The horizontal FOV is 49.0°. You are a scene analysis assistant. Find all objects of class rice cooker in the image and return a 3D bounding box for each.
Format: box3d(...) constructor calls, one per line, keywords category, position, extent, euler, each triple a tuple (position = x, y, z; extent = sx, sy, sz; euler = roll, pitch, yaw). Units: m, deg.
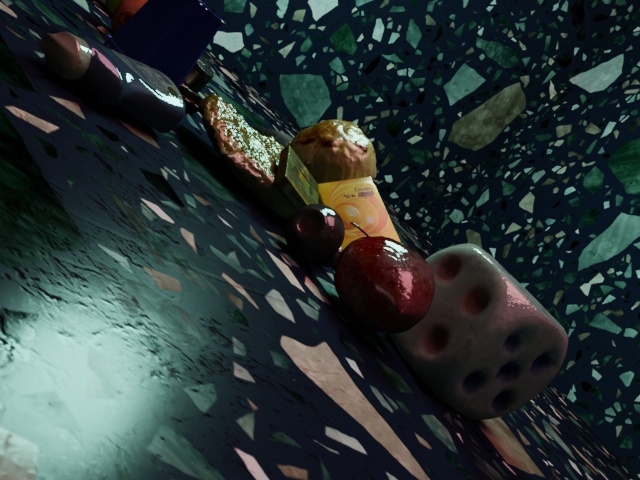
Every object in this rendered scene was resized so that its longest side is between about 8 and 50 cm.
box3d(category="rice cooker", position=(-0.379, -0.498, 2.004), extent=(0.165, 0.106, 0.112), euler=(44, 9, 25))

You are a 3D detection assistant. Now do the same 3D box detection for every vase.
box3d(category="vase", position=(0.000, 0.000, 1.433), extent=(0.120, 0.120, 0.183), euler=(48, -2, 26))

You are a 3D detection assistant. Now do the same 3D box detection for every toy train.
box3d(category="toy train", position=(-0.381, -0.394, 1.712), extent=(0.250, 0.053, 0.085), euler=(36, 7, -37))

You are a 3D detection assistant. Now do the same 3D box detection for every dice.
box3d(category="dice", position=(0.320, 0.185, 1.449), extent=(0.265, 0.262, 0.268), euler=(37, 11, -35))

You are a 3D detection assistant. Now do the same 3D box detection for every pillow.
box3d(category="pillow", position=(-0.091, -0.242, 2.066), extent=(0.186, 0.106, 0.250), euler=(41, 5, 31))

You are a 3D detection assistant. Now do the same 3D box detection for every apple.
box3d(category="apple", position=(-0.435, -0.545, 1.804), extent=(0.209, 0.164, 0.209), euler=(39, 10, -8))

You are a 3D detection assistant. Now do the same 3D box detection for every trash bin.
box3d(category="trash bin", position=(-0.332, -0.430, 1.522), extent=(0.184, 0.234, 0.162), euler=(48, 10, 29))

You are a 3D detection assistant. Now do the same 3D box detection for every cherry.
box3d(category="cherry", position=(0.122, 0.087, 1.326), extent=(0.192, 0.175, 0.249), euler=(42, 7, -19))

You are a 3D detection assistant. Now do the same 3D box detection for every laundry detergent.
box3d(category="laundry detergent", position=(-0.362, -0.277, 1.221), extent=(0.143, 0.094, 0.290), euler=(53, 16, 19))

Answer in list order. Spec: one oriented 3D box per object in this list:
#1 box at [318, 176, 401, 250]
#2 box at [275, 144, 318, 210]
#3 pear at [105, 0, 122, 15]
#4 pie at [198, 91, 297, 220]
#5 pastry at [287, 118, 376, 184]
box3d(category="box", position=(0.094, -0.032, 1.646), extent=(0.043, 0.152, 0.269), euler=(107, -32, -53))
box3d(category="box", position=(-0.048, -0.125, 1.547), extent=(0.121, 0.030, 0.193), euler=(53, 17, -22))
box3d(category="pear", position=(-0.541, -0.689, 2.051), extent=(0.180, 0.166, 0.216), euler=(49, 29, -46))
box3d(category="pie", position=(-0.134, -0.175, 1.594), extent=(0.371, 0.078, 0.296), euler=(38, 19, -45))
box3d(category="pastry", position=(0.005, -0.202, 1.821), extent=(0.170, 0.256, 0.236), euler=(5, 82, -51))
